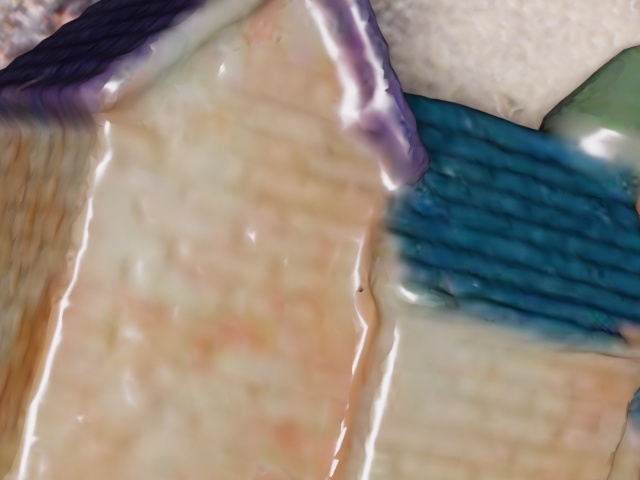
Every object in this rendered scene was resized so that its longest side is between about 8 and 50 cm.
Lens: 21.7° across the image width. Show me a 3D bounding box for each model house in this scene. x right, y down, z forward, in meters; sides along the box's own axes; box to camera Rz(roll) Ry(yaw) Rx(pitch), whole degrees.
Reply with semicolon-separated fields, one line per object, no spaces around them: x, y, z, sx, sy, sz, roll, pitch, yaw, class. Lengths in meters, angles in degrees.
0.000;0.000;0.764;0.312;0.245;0.280;13;88;-23;model house
